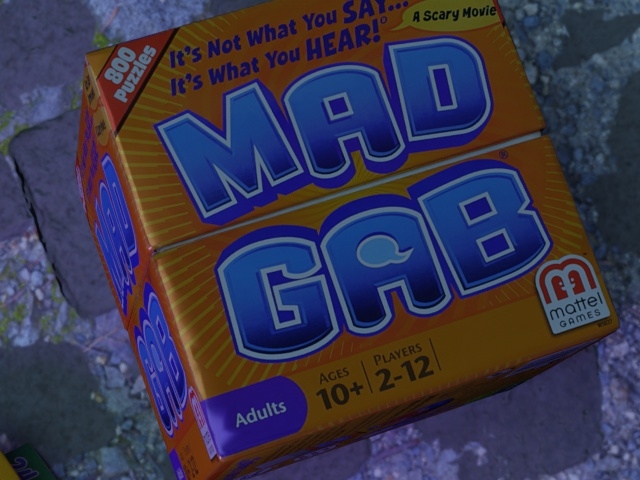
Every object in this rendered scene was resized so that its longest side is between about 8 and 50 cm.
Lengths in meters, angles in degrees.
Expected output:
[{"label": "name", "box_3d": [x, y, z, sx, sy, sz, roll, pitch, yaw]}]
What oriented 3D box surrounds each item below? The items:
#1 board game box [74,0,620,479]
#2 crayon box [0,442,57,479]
[{"label": "board game box", "box_3d": [0.000, 0.000, 1.573, 0.356, 0.356, 0.356, -18, 80, -13]}, {"label": "crayon box", "box_3d": [-0.391, 0.308, 1.713, 0.323, 0.083, 0.203, -24, 50, -26]}]
